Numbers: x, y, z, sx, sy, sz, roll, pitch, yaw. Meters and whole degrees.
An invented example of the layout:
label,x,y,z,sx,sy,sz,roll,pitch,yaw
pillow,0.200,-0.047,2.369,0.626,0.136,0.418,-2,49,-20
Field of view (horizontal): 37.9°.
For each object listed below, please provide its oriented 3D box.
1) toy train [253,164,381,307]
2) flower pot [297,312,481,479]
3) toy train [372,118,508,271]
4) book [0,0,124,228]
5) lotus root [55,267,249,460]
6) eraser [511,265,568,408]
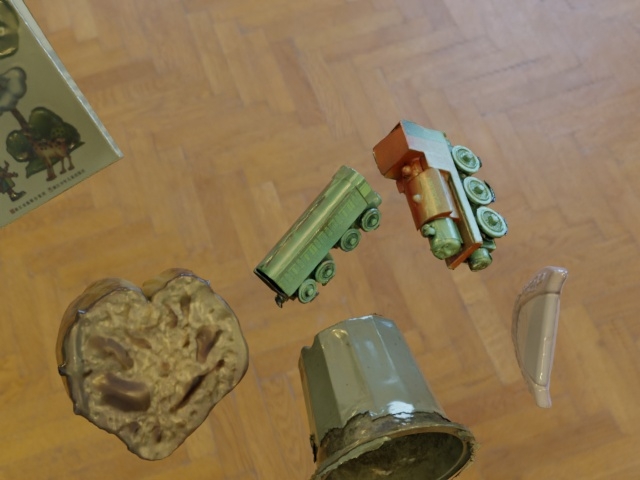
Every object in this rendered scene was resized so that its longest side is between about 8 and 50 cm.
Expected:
label,x,y,z,sx,sy,sz,roll,pitch,yaw
toy train,0.000,0.000,0.895,0.148,0.071,0.038,-50,42,-9
flower pot,0.080,0.280,1.517,0.290,0.290,0.259,-17,53,-6
toy train,0.136,-0.047,1.056,0.118,0.074,0.176,10,51,-31
book,-0.489,-0.215,1.347,0.260,0.371,0.043,-27,16,15
lotus root,-0.300,0.159,1.557,0.316,0.316,0.250,-33,27,-15
eraser,0.327,0.127,1.441,0.059,0.243,0.204,5,97,1
